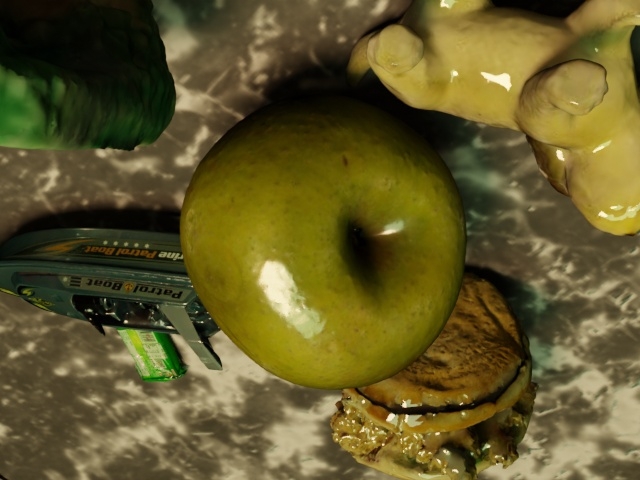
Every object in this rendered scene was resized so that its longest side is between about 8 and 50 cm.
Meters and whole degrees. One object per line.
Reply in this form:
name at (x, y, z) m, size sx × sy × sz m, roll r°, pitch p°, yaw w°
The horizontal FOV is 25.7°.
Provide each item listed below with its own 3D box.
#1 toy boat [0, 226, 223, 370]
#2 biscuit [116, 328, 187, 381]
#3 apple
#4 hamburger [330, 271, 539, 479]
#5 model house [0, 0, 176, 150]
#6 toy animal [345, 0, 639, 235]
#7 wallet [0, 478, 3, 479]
toy boat at (-0.151, 0.036, 1.059) m, size 0.246 × 0.103 × 0.093 m, roll 5°, pitch 157°, yaw 13°
biscuit at (-0.142, 0.086, 1.157) m, size 0.046 × 0.016 × 0.089 m, roll -6°, pitch 130°, yaw 18°
apple at (0.000, 0.000, 0.934) m, size 0.196 × 0.196 × 0.157 m, roll 45°, pitch 152°, yaw -27°
hamburger at (0.086, 0.116, 1.036) m, size 0.159 × 0.185 × 0.131 m, roll -5°, pitch 129°, yaw -6°
model house at (-0.202, -0.199, 0.722) m, size 0.245 × 0.312 × 0.280 m, roll 9°, pitch 96°, yaw 7°
toy animal at (0.134, -0.095, 0.869) m, size 0.233 × 0.121 × 0.168 m, roll 23°, pitch 161°, yaw 0°
wallet at (-0.378, 0.261, 1.355) m, size 0.183 × 0.032 × 0.124 m, roll -27°, pitch 120°, yaw 32°
